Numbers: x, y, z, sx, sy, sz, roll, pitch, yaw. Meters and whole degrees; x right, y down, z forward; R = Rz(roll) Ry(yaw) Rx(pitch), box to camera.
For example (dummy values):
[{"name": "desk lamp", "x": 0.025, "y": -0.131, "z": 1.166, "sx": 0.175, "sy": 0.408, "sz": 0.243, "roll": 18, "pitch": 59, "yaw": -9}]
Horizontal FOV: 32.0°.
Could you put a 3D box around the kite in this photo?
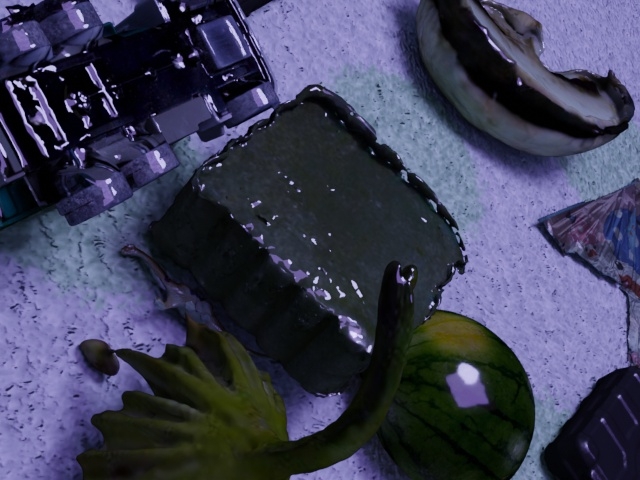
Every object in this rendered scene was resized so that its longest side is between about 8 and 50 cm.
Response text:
[{"name": "kite", "x": 0.440, "y": 0.049, "z": 1.565, "sx": 0.406, "sy": 0.014, "sz": 0.368, "roll": 33, "pitch": 48, "yaw": -24}]

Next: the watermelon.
[{"name": "watermelon", "x": 0.152, "y": 0.164, "z": 1.156, "sx": 0.232, "sy": 0.127, "sz": 0.204, "roll": 38, "pitch": 42, "yaw": -26}]

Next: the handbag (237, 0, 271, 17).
[{"name": "handbag", "x": -0.129, "y": -0.366, "z": 1.256, "sx": 0.244, "sy": 0.088, "sz": 0.275, "roll": 49, "pitch": 44, "yaw": -3}]

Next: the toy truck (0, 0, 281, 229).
[{"name": "toy truck", "x": -0.199, "y": -0.120, "z": 0.969, "sx": 0.363, "sy": 0.178, "sz": 0.176, "roll": -35, "pitch": 100, "yaw": -47}]

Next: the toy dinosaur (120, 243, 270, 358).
[{"name": "toy dinosaur", "x": -0.115, "y": 0.069, "z": 1.031, "sx": 0.180, "sy": 0.037, "sz": 0.058, "roll": 46, "pitch": 24, "yaw": -13}]

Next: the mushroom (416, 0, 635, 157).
[{"name": "mushroom", "x": 0.259, "y": -0.222, "z": 1.494, "sx": 0.344, "sy": 0.130, "sz": 0.247, "roll": 22, "pitch": 36, "yaw": -33}]

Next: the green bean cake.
[{"name": "green bean cake", "x": 0.000, "y": 0.000, "z": 1.085, "sx": 0.255, "sy": 0.132, "sz": 0.241, "roll": 43, "pitch": 42, "yaw": 1}]

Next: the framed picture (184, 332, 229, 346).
[{"name": "framed picture", "x": -0.093, "y": 0.134, "z": 1.039, "sx": 0.066, "sy": 0.007, "sz": 0.089, "roll": -16, "pitch": 77, "yaw": -46}]

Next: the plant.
[{"name": "plant", "x": -0.069, "y": 0.159, "z": 0.827, "sx": 0.180, "sy": 0.333, "sz": 0.251, "roll": 0, "pitch": 78, "yaw": -26}]

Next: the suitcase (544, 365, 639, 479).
[{"name": "suitcase", "x": 0.399, "y": 0.312, "z": 1.330, "sx": 0.285, "sy": 0.066, "sz": 0.206, "roll": 56, "pitch": 43, "yaw": -1}]
